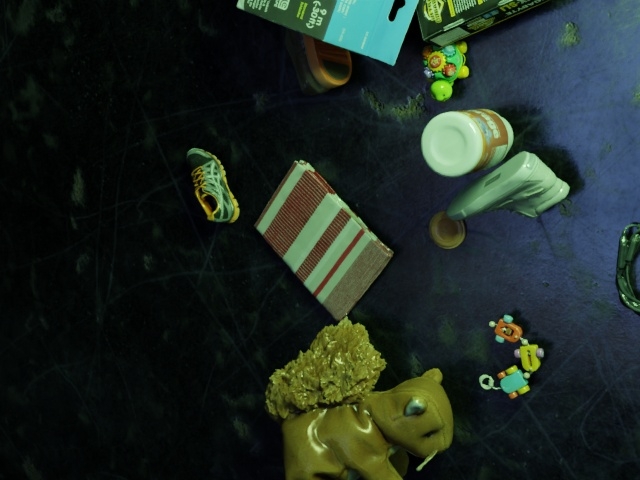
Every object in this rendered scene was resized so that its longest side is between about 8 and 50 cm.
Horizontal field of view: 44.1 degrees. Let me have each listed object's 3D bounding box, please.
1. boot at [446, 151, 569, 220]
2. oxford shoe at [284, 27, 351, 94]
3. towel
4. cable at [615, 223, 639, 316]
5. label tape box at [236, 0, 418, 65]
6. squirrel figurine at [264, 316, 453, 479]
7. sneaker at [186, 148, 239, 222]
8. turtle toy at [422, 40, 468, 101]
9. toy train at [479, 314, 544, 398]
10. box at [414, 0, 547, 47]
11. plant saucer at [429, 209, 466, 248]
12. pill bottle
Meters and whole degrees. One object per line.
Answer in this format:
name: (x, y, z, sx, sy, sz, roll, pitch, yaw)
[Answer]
boot: (0.367, -0.075, 1.566, 0.123, 0.095, 0.258, 35, 150, -14)
oxford shoe: (-0.042, -0.498, 1.733, 0.132, 0.129, 0.364, -16, 83, 51)
towel: (0.000, 0.000, 1.865, 0.329, 0.037, 0.237, 48, 124, 18)
cable: (0.622, 0.061, 1.457, 0.150, 0.047, 0.185, 7, 101, 28)
label tape box: (0.025, -0.513, 1.541, 0.333, 0.106, 0.241, 27, 106, 25)
squirrel figurine: (0.089, 0.374, 1.749, 0.370, 0.281, 0.397, -33, 84, 28)
sneaker: (-0.284, -0.139, 1.996, 0.084, 0.083, 0.215, -38, 77, 35)
turtle toy: (0.246, -0.347, 1.603, 0.095, 0.066, 0.130, 0, 100, 34)
toy train: (0.398, 0.242, 1.643, 0.125, 0.046, 0.166, 23, 109, 29)
box: (0.285, -0.566, 1.492, 0.257, 0.079, 0.322, -18, 79, 37)
plant saucer: (0.270, -0.023, 1.689, 0.083, 0.013, 0.084, 7, 104, 32)
pill bottle: (0.290, -0.191, 1.516, 0.121, 0.216, 0.121, 8, 105, 32)
